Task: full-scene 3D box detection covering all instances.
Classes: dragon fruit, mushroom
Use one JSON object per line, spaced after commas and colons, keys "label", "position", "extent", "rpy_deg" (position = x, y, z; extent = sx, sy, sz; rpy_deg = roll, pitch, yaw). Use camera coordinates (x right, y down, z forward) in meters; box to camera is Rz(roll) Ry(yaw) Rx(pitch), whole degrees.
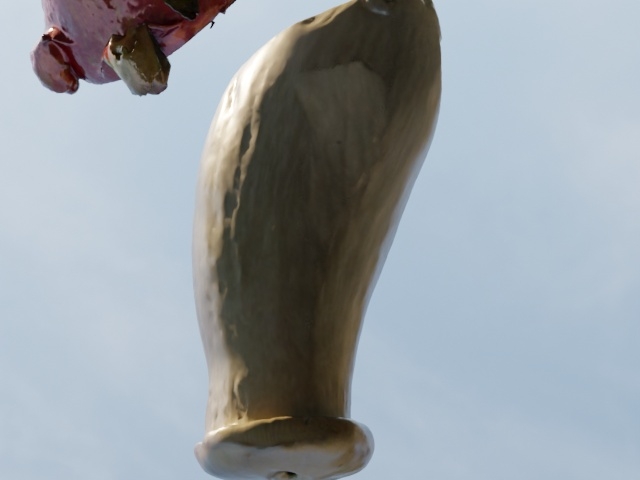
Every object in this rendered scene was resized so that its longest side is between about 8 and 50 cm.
{"label": "dragon fruit", "position": [-0.074, -0.116, 0.616], "extent": [0.068, 0.112, 0.126], "rpy_deg": [50, -121, -28]}
{"label": "mushroom", "position": [-0.009, -0.005, 0.743], "extent": [0.108, 0.096, 0.247], "rpy_deg": [10, -108, 4]}
